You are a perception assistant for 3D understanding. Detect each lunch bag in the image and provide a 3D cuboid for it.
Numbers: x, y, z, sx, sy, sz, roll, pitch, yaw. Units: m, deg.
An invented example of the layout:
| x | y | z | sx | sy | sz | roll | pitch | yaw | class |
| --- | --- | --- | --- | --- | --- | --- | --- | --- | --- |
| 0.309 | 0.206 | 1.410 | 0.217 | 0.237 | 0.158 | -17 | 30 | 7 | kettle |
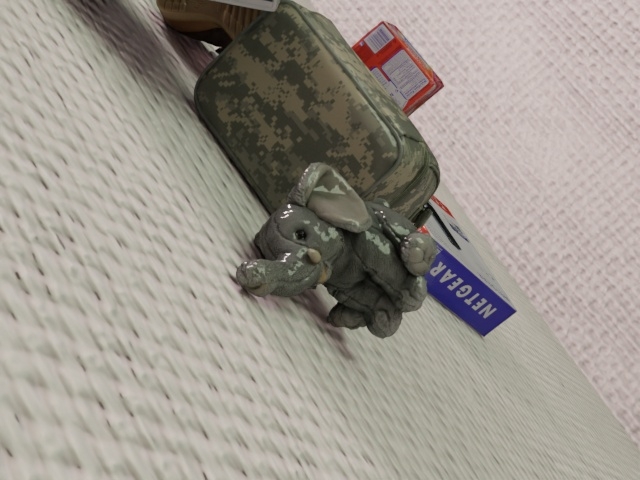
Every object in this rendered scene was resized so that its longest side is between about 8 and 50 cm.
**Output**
| x | y | z | sx | sy | sz | roll | pitch | yaw | class |
| --- | --- | --- | --- | --- | --- | --- | --- | --- | --- |
| 0.015 | -0.142 | 1.573 | 0.305 | 0.212 | 0.256 | 52 | 18 | 16 | lunch bag |

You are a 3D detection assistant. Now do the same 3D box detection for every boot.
| x | y | z | sx | sy | sz | roll | pitch | yaw | class |
| --- | --- | --- | --- | --- | --- | --- | --- | --- | --- |
| -0.111 | -0.324 | 1.762 | 0.248 | 0.090 | 0.207 | 16 | 1 | 14 | boot |

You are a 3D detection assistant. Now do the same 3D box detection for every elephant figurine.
| x | y | z | sx | sy | sz | roll | pitch | yaw | class |
| --- | --- | --- | --- | --- | --- | --- | --- | --- | --- |
| 0.000 | 0.000 | 1.296 | 0.239 | 0.169 | 0.186 | 24 | -5 | -30 | elephant figurine |

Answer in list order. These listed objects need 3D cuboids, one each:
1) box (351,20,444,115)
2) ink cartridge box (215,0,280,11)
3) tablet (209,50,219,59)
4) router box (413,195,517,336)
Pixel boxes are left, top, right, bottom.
| x | y | z | sx | sy | sz | roll | pitch | yaw | class |
| --- | --- | --- | --- | --- | --- | --- | --- | --- | --- |
| 0.048 | -0.202 | 1.775 | 0.128 | 0.257 | 0.122 | 51 | 14 | 3 | box |
| -0.191 | -0.370 | 1.497 | 0.303 | 0.072 | 0.307 | 10 | 20 | -2 | ink cartridge box |
| -0.146 | -0.272 | 1.887 | 0.083 | 0.006 | 0.054 | 52 | 13 | 10 | tablet |
| 0.187 | -0.011 | 2.115 | 0.335 | 0.082 | 0.301 | 37 | 18 | -47 | router box |
